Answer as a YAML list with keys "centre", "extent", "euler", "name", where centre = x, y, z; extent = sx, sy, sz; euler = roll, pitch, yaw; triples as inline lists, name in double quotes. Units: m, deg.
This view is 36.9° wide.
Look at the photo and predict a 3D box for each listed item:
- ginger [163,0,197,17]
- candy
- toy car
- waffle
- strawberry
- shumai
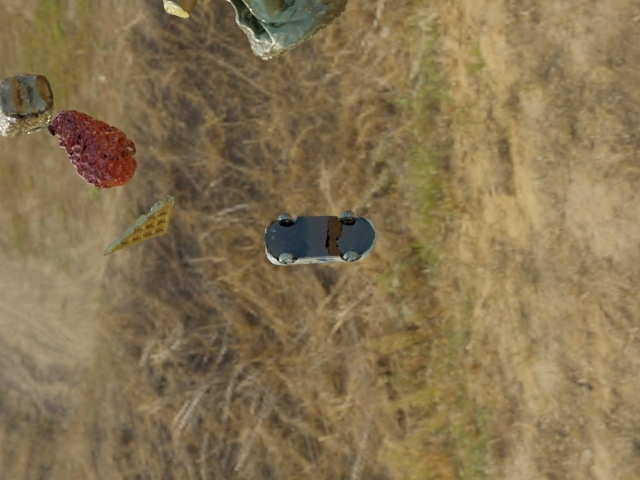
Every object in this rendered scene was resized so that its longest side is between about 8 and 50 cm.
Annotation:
- centre: [-0.294, -0.505, 1.602]
  extent: [0.298, 0.118, 0.065]
  euler: [59, 165, -6]
  name: "ginger"
- centre: [-0.471, -0.211, 1.515]
  extent: [0.110, 0.095, 0.085]
  euler: [128, 129, -63]
  name: "candy"
- centre: [0.000, 0.000, 1.741]
  extent: [0.056, 0.205, 0.095]
  euler: [94, 174, -61]
  name: "toy car"
- centre: [-0.446, -0.039, 2.346]
  extent: [0.032, 0.191, 0.125]
  euler: [43, 132, 23]
  name: "waffle"
- centre: [-0.418, -0.178, 1.771]
  extent: [0.188, 0.121, 0.082]
  euler: [46, 120, 3]
  name: "strawberry"
- centre: [-0.076, -0.491, 1.898]
  extent: [0.225, 0.260, 0.222]
  euler: [-30, 96, 17]
  name: "shumai"
